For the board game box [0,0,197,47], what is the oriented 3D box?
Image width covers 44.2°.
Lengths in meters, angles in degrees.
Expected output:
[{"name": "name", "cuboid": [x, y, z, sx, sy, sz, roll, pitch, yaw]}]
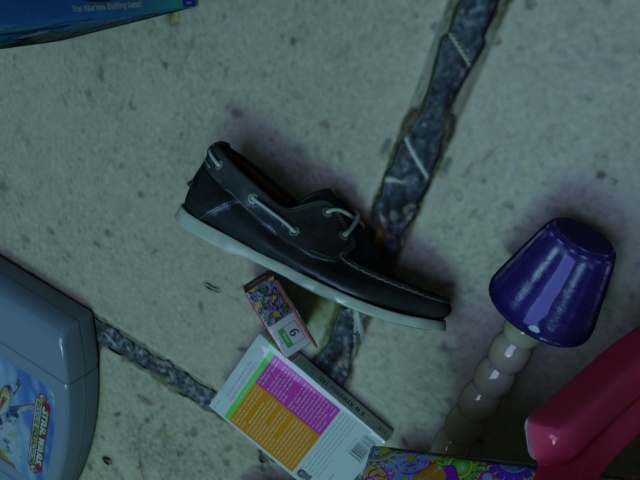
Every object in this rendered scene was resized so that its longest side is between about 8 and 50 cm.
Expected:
[{"name": "board game box", "cuboid": [-0.218, -0.174, 0.584, 0.160, 0.210, 0.047, -4, 105, 29]}]

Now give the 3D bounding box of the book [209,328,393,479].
[{"name": "book", "cuboid": [-0.019, 0.158, 0.708, 0.144, 0.035, 0.096, 40, 119, 10]}]

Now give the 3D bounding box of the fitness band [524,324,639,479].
[{"name": "fitness band", "cuboid": [0.234, 0.111, 0.402, 0.209, 0.290, 0.054, 17, 127, 49]}]

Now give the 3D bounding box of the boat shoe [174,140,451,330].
[{"name": "boat shoe", "cuboid": [0.000, 0.000, 0.611, 0.233, 0.084, 0.079, 28, 94, 11]}]

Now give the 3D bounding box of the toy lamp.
[{"name": "toy lamp", "cuboid": [0.128, 0.107, 0.582, 0.080, 0.080, 0.275, 31, 122, 15]}]

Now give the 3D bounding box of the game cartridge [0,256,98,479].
[{"name": "game cartridge", "cuboid": [-0.341, 0.173, 0.877, 0.198, 0.062, 0.297, 29, 120, 21]}]

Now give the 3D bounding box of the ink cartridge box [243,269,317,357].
[{"name": "ink cartridge box", "cuboid": [-0.035, 0.060, 0.633, 0.029, 0.115, 0.063, -32, 94, -5]}]

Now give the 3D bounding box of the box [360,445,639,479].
[{"name": "box", "cuboid": [0.183, 0.288, 0.496, 0.289, 0.177, 0.279, -1, 138, 29]}]
